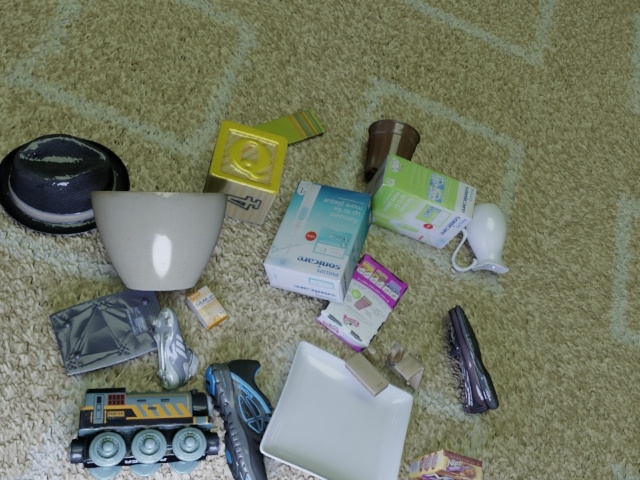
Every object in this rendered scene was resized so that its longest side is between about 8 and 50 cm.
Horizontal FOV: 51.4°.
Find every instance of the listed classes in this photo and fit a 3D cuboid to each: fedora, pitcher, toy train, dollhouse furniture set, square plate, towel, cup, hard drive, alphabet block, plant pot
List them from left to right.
[{"bbox_3d":[-0.660,-0.173,1.710,0.334,0.152,0.334,8,63,-15],"label":"fedora"},{"bbox_3d":[-0.509,0.221,1.621,0.255,0.054,0.172,-16,71,-26],"label":"hard drive"},{"bbox_3d":[-0.397,0.429,1.515,0.334,0.142,0.190,2,55,-18],"label":"toy train"},{"bbox_3d":[-0.395,-0.002,1.650,0.331,0.331,0.237,-1,93,-19],"label":"cup"},{"bbox_3d":[-0.213,-0.184,1.841,0.193,0.197,0.192,13,61,-12],"label":"alphabet block"},{"bbox_3d":[-0.107,-0.339,2.060,0.237,0.021,0.102,-22,68,-26],"label":"towel"},{"bbox_3d":[0.049,0.456,1.656,0.344,0.049,0.347,28,43,-5],"label":"square plate"},{"bbox_3d":[0.165,0.358,1.759,0.151,0.123,0.144,-32,58,-25],"label":"dollhouse furniture set"},{"bbox_3d":[0.212,-0.260,2.056,0.167,0.167,0.165,18,69,-9],"label":"plant pot"},{"bbox_3d":[0.487,-0.004,2.046,0.178,0.125,0.207,-1,76,-3],"label":"pitcher"}]

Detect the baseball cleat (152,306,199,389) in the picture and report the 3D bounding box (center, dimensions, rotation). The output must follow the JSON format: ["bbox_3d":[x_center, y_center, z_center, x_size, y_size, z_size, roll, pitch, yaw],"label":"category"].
[{"bbox_3d":[-0.350,0.257,1.616,0.109,0.072,0.206,-8,106,-50],"label":"baseball cleat"}]

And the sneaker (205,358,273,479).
[{"bbox_3d":[-0.166,0.444,1.588,0.140,0.125,0.341,-9,70,-27],"label":"sneaker"}]

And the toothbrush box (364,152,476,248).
[{"bbox_3d":[0.284,-0.111,1.969,0.283,0.206,0.122,20,60,-9],"label":"toothbrush box"}]

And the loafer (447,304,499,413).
[{"bbox_3d":[0.401,0.332,1.854,0.095,0.109,0.302,-25,67,18],"label":"loafer"}]

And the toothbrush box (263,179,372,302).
[{"bbox_3d":[0.000,0.000,1.824,0.216,0.126,0.295,13,60,15],"label":"toothbrush box"}]

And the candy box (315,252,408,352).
[{"bbox_3d":[0.117,0.172,1.849,0.159,0.071,0.233,38,58,3],"label":"candy box"}]

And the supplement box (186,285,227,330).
[{"bbox_3d":[-0.296,0.175,1.727,0.062,0.036,0.098,-33,78,-30],"label":"supplement box"}]

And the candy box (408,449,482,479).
[{"bbox_3d":[0.308,0.569,1.649,0.109,0.186,0.053,20,59,-8],"label":"candy box"}]
